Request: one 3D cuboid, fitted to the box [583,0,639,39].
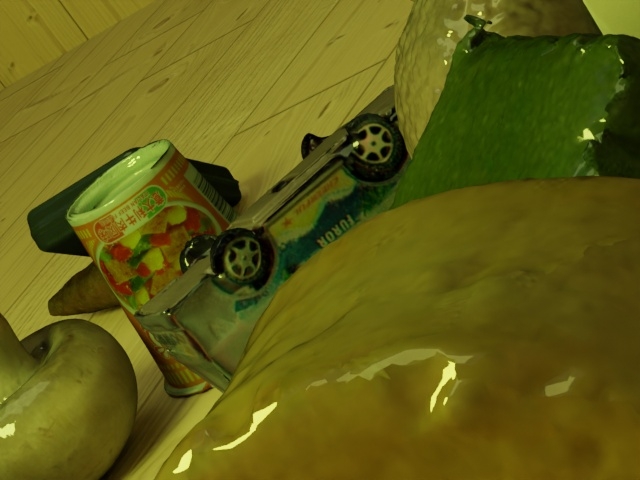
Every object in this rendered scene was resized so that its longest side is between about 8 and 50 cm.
[{"bbox_3d":[0.293,-0.191,1.496,0.071,0.168,0.259,-22,21,33],"label":"box"}]

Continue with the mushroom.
[{"bbox_3d":[-0.262,0.133,1.669,0.204,0.204,0.204,-33,17,11],"label":"mushroom"}]

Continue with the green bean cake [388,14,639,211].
[{"bbox_3d":[0.132,0.021,1.041,0.247,0.156,0.250,-70,17,-2],"label":"green bean cake"}]

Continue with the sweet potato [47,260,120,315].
[{"bbox_3d":[-0.196,0.032,2.048,0.243,0.077,0.077,-37,13,34],"label":"sweet potato"}]

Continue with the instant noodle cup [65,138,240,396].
[{"bbox_3d":[-0.126,0.017,1.732,0.168,0.185,0.168,-33,17,11],"label":"instant noodle cup"}]

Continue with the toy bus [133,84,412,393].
[{"bbox_3d":[0.000,0.000,1.628,0.317,0.138,0.112,-43,12,-17],"label":"toy bus"}]

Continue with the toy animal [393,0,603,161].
[{"bbox_3d":[0.148,-0.128,1.505,0.188,0.227,0.358,-10,25,14],"label":"toy animal"}]

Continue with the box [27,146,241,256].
[{"bbox_3d":[-0.192,-0.035,2.068,0.160,0.050,0.230,-30,-14,18],"label":"box"}]

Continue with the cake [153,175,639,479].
[{"bbox_3d":[0.116,0.108,0.781,0.332,0.332,0.321,-26,13,30],"label":"cake"}]
